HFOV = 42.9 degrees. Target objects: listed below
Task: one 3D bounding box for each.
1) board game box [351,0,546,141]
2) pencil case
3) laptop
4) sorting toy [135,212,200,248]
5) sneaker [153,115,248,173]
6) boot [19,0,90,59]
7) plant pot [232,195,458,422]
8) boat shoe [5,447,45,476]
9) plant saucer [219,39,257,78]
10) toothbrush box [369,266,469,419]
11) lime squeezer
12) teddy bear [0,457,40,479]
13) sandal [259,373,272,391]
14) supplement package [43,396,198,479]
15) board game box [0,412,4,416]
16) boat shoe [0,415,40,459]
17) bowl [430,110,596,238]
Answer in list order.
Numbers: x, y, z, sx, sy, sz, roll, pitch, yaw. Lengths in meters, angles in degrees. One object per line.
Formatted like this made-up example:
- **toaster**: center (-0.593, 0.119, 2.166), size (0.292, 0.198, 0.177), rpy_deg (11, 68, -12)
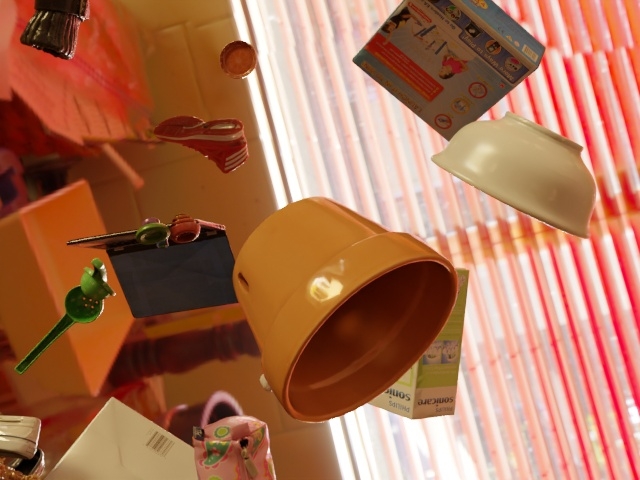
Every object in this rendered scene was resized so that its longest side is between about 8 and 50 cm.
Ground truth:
- **board game box**: center (0.277, -0.411, 1.803), size (0.308, 0.302, 0.086), rpy_deg (38, 50, -9)
- **pencil case**: center (-0.120, 0.415, 1.266), size (0.124, 0.124, 0.284), rpy_deg (-22, 104, -83)
- **laptop**: center (-0.461, 0.094, 2.384), size (0.408, 0.382, 0.236), rpy_deg (18, 62, -80)
- **sorting toy**: center (-0.233, -0.020, 1.224), size (0.102, 0.061, 0.042), rpy_deg (2, 59, -36)
- **sneaker**: center (-0.264, -0.204, 1.824), size (0.087, 0.221, 0.128), rpy_deg (-58, 146, -42)
- **boot**: center (-0.533, -0.511, 1.619), size (0.348, 0.131, 0.260), rpy_deg (50, 64, -86)
- **plant pot**: center (0.013, 0.077, 1.123), size (0.203, 0.291, 0.291), rpy_deg (45, -11, 34)
- **boat shoe**: center (-0.607, 0.463, 1.541), size (0.075, 0.065, 0.206), rpy_deg (38, 37, 12)
- **plant saucer**: center (-0.177, -0.389, 1.756), size (0.013, 0.083, 0.083), rpy_deg (20, 56, -78)
- **toothbrush box**: center (0.163, 0.181, 1.583), size (0.206, 0.122, 0.283), rpy_deg (9, -85, 52)
- **lime squeezer**: center (-0.340, 0.081, 1.141), size (0.110, 0.310, 0.059), rpy_deg (-22, 74, -48)
- **teddy bear**: center (-0.596, 0.412, 1.294), size (0.113, 0.245, 0.338), rpy_deg (56, -13, 30)
- **sandal**: center (-0.029, 0.172, 1.766), size (0.102, 0.416, 0.169), rpy_deg (45, 27, 18)
- **supplement package**: center (-0.350, 0.468, 1.556), size (0.204, 0.262, 0.145), rpy_deg (-53, 167, -33)
- **board game box**: center (-0.839, 0.387, 1.792), size (0.317, 0.213, 0.046), rpy_deg (94, -16, -59)
- **boat shoe**: center (-0.602, 0.340, 1.459), size (0.083, 0.226, 0.076), rpy_deg (81, 18, -57)
- **bowl**: center (0.346, -0.128, 1.369), size (0.134, 0.298, 0.298), rpy_deg (-64, -178, 13)
